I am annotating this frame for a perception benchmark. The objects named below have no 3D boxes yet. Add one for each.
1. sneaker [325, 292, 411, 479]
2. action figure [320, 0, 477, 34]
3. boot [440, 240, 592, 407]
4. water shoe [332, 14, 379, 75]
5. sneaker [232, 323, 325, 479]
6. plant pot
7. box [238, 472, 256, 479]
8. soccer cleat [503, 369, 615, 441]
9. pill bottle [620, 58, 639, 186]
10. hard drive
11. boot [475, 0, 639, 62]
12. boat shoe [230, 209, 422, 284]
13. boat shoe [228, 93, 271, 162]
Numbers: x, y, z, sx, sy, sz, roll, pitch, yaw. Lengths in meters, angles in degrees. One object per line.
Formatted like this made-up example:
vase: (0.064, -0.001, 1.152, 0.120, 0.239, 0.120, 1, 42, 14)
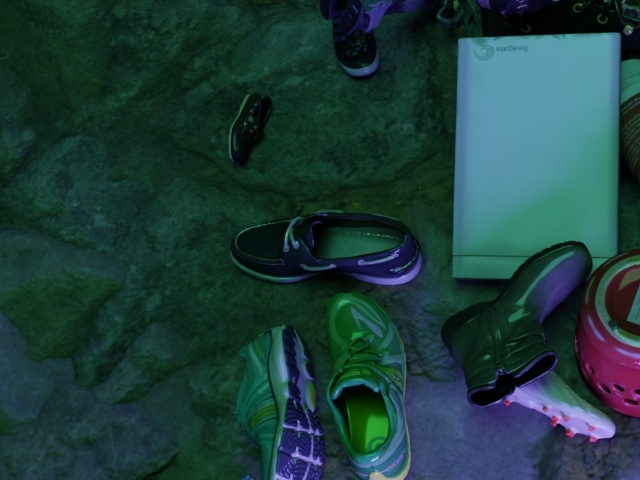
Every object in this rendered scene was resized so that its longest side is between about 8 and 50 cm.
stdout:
sneaker: (0.065, 0.191, 1.632, 0.109, 0.123, 0.295, -15, 57, 7)
action figure: (0.146, -0.404, 1.926, 0.285, 0.099, 0.185, -20, 57, -29)
boot: (0.285, 0.119, 1.586, 0.246, 0.083, 0.161, -37, 32, 7)
water shoe: (0.047, -0.365, 1.983, 0.073, 0.080, 0.203, -16, 58, 6)
sneaker: (-0.064, 0.252, 1.665, 0.110, 0.107, 0.275, -23, 50, 24)
plant pot: (0.425, 0.114, 1.552, 0.191, 0.174, 0.191, -8, 58, 13)
box: (-0.087, 0.415, 1.593, 0.105, 0.043, 0.179, -36, 60, -6)
soccer cleat: (0.310, 0.203, 1.595, 0.196, 0.068, 0.076, 22, 66, 28)
pill bottle: (0.485, -0.156, 1.719, 0.121, 0.121, 0.216, -24, 58, 1)
hard drive: (0.310, -0.118, 1.706, 0.233, 0.047, 0.353, 1, 85, 16)
boot: (0.376, -0.364, 1.734, 0.284, 0.377, 0.138, 11, 73, 15)
boat shoe: (0.000, 0.000, 1.778, 0.302, 0.091, 0.114, -1, 61, 15)
boat shoe: (-0.116, -0.185, 1.942, 0.042, 0.049, 0.133, 3, 57, 26)
